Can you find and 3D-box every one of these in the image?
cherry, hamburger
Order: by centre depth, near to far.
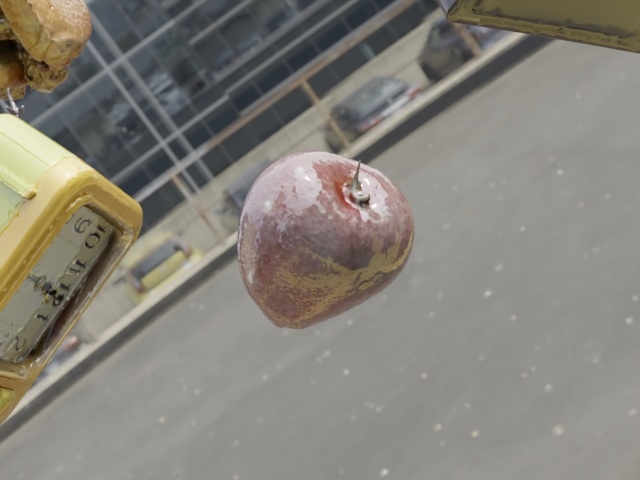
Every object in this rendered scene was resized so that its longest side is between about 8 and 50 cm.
[{"bbox_3d":[-0.417,-0.281,1.430,0.211,0.245,0.260,-28,-8,23],"label":"hamburger"},{"bbox_3d":[0.000,0.000,1.793,0.307,0.261,0.221,-63,29,28],"label":"cherry"}]

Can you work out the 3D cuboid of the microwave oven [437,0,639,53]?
[{"bbox_3d":[0.194,-0.274,0.918,0.247,0.188,0.178,3,-36,-33],"label":"microwave oven"}]

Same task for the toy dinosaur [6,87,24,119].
[{"bbox_3d":[-0.300,-0.044,1.120,0.082,0.039,0.209,122,157,-73],"label":"toy dinosaur"}]

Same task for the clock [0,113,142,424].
[{"bbox_3d":[-0.222,0.028,0.830,0.202,0.096,0.143,-56,-19,-4],"label":"clock"}]
